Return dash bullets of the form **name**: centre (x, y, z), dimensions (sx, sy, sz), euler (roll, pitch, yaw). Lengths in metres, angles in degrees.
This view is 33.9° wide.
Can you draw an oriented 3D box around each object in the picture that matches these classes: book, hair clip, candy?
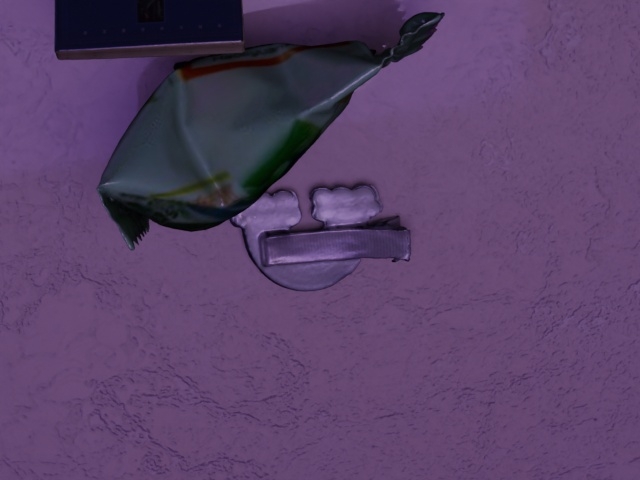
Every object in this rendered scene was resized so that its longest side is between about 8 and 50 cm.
- **book**: centre (-0.181, -0.314, 1.098), dimensions (0.191, 0.025, 0.269), euler (-4, 71, -3)
- **hair clip**: centre (0.000, 0.000, 1.305), dimensions (0.220, 0.054, 0.140), euler (-4, 115, -1)
- **candy**: centre (-0.053, -0.137, 1.134), dimensions (0.398, 0.263, 0.172), euler (-23, 104, 4)
